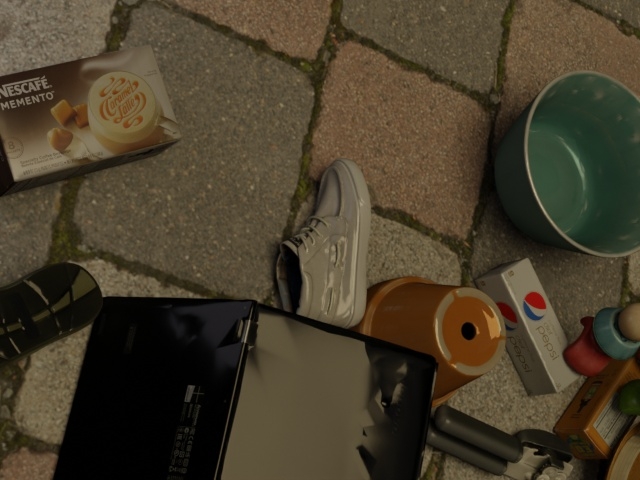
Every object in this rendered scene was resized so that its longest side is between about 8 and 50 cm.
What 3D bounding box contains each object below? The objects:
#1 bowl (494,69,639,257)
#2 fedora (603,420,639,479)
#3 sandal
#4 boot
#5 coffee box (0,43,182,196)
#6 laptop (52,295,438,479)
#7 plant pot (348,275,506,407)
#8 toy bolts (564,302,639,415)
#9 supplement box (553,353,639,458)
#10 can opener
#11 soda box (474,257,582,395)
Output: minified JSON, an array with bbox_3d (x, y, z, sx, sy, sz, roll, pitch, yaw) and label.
[{"bbox_3d":[0.410,-0.110,1.969,0.311,0.163,0.311,7,76,-30],"label":"bowl"},{"bbox_3d":[0.530,0.392,1.940,0.194,0.079,0.194,-22,121,-44],"label":"fedora"},{"bbox_3d":[-0.411,0.109,1.500,0.303,0.086,0.120,-13,80,-46],"label":"sandal"},{"bbox_3d":[0.000,0.000,1.746,0.123,0.095,0.258,6,77,-35],"label":"boot"},{"bbox_3d":[-0.329,-0.161,1.588,0.246,0.098,0.141,-18,89,-32],"label":"coffee box"},{"bbox_3d":[-0.108,0.290,1.529,0.236,0.408,0.382,36,60,-52],"label":"laptop"},{"bbox_3d":[0.168,0.146,1.759,0.205,0.188,0.205,7,77,-29],"label":"plant pot"},{"bbox_3d":[0.531,0.168,1.885,0.228,0.158,0.218,35,56,-10],"label":"toy bolts"},{"bbox_3d":[0.490,0.259,1.988,0.233,0.078,0.080,-45,106,-29],"label":"supplement box"},{"bbox_3d":[0.278,0.323,1.866,0.280,0.074,0.093,24,34,-26],"label":"can opener"},{"bbox_3d":[0.338,0.140,1.926,0.069,0.074,0.216,-29,95,-31],"label":"soda box"}]
